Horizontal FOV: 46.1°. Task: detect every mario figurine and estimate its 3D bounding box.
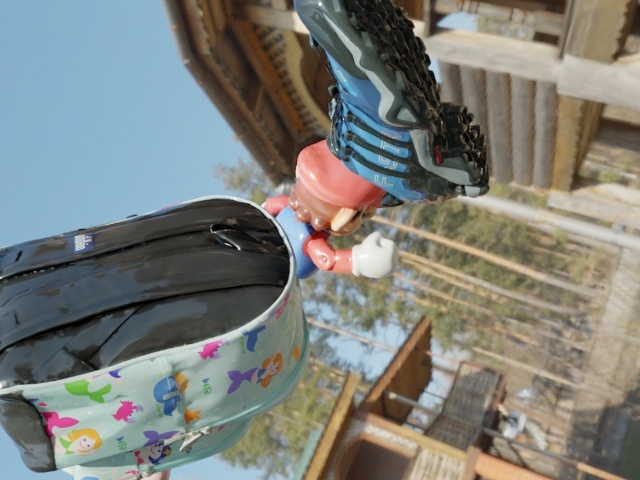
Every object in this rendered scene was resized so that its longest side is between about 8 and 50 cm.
[{"bbox_3d":[0.000,0.000,1.023,0.320,0.198,0.170,-50,0,24],"label":"mario figurine"}]

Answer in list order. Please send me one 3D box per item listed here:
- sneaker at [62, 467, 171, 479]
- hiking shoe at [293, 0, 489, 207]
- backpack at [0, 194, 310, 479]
[{"bbox_3d":[-0.221,0.224,0.813,0.051,0.134,0.070,-76,6,-68],"label":"sneaker"},{"bbox_3d":[0.050,-0.116,0.702,0.304,0.132,0.113,44,-143,-42],"label":"hiking shoe"},{"bbox_3d":[-0.136,0.074,0.639,0.253,0.225,0.191,-21,-54,-8],"label":"backpack"}]
